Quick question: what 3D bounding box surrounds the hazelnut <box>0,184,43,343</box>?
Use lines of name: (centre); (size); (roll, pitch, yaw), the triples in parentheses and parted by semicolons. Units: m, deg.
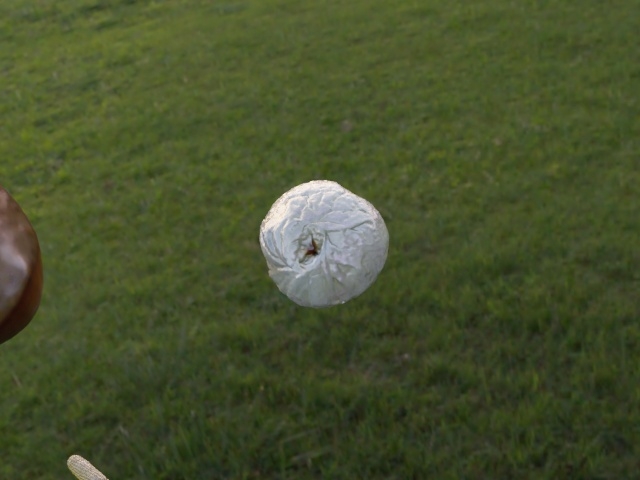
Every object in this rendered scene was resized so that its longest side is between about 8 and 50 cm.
hazelnut: (-0.643, 0.046, 1.786); (0.366, 0.366, 0.366); (-10, 37, 7)

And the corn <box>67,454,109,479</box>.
corn: (-0.310, 0.316, 1.442); (0.083, 0.027, 0.028); (30, 11, 37)

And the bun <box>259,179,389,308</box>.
bun: (0.000, 0.000, 0.915); (0.115, 0.069, 0.115); (-3, 76, 13)
